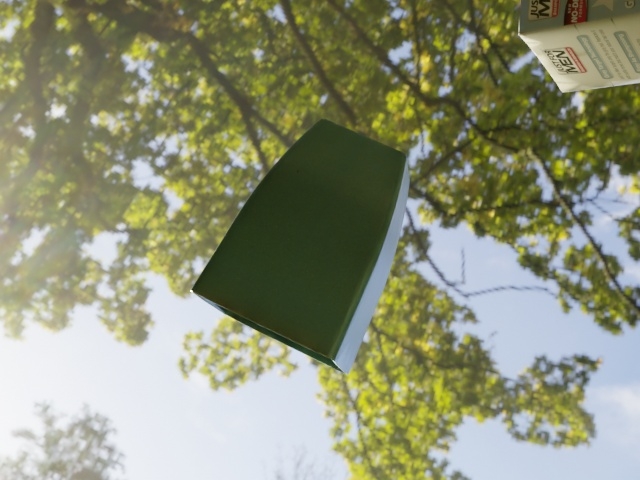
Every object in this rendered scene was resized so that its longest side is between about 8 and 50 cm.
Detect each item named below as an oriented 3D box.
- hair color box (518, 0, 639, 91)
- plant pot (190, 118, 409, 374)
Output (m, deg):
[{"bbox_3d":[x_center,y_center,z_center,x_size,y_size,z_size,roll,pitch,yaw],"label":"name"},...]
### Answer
[{"bbox_3d":[0.471,-0.302,1.241,0.375,0.113,0.185,-3,-20,33],"label":"hair color box"},{"bbox_3d":[0.000,0.000,1.043,0.166,0.234,0.165,25,-8,12],"label":"plant pot"}]
